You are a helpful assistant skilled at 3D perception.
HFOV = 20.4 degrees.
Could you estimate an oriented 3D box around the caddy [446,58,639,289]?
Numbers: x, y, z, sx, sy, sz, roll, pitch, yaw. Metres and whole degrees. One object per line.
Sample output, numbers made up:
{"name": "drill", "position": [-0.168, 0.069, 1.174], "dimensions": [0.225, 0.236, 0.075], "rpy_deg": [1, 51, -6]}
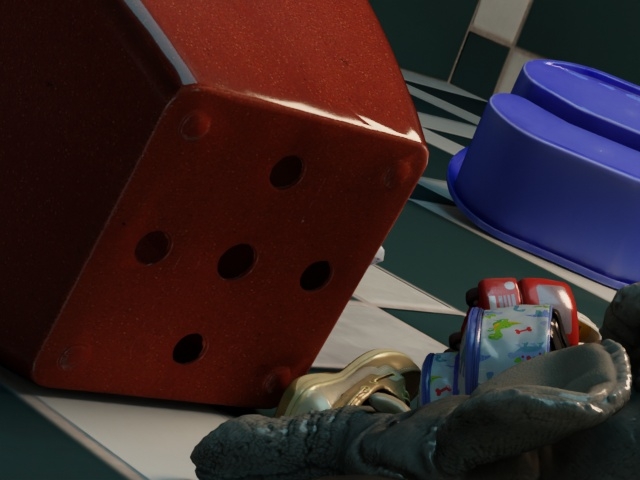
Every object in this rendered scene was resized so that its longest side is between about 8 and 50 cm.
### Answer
{"name": "caddy", "position": [0.311, -0.057, 1.999], "dimensions": [0.341, 0.179, 0.241], "rpy_deg": [24, 35, 17]}

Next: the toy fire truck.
{"name": "toy fire truck", "position": [0.146, 0.080, 1.092], "dimensions": [0.135, 0.047, 0.192], "rpy_deg": [-2, -27, -7]}

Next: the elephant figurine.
{"name": "elephant figurine", "position": [0.092, 0.116, 0.801], "dimensions": [0.239, 0.186, 0.169], "rpy_deg": [-7, 64, -25]}

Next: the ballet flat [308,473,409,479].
{"name": "ballet flat", "position": [0.103, 0.148, 0.546], "dimensions": [0.280, 0.096, 0.095], "rpy_deg": [44, 28, 26]}

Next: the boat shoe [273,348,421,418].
{"name": "boat shoe", "position": [0.025, 0.096, 1.002], "dimensions": [0.045, 0.050, 0.135], "rpy_deg": [30, 23, 26]}

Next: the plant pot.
{"name": "plant pot", "position": [-0.100, -0.051, 0.987], "dimensions": [0.267, 0.267, 0.236], "rpy_deg": [11, 27, -43]}

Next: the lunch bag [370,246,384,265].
{"name": "lunch bag", "position": [0.000, 0.000, 1.421], "dimensions": [0.083, 0.053, 0.071], "rpy_deg": [17, 3, 40]}

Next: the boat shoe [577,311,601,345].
{"name": "boat shoe", "position": [0.197, 0.069, 1.504], "dimensions": [0.100, 0.035, 0.035], "rpy_deg": [23, 5, -30]}

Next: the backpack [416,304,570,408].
{"name": "backpack", "position": [0.094, 0.093, 0.954], "dimensions": [0.084, 0.114, 0.105], "rpy_deg": [2, 10, 7]}
